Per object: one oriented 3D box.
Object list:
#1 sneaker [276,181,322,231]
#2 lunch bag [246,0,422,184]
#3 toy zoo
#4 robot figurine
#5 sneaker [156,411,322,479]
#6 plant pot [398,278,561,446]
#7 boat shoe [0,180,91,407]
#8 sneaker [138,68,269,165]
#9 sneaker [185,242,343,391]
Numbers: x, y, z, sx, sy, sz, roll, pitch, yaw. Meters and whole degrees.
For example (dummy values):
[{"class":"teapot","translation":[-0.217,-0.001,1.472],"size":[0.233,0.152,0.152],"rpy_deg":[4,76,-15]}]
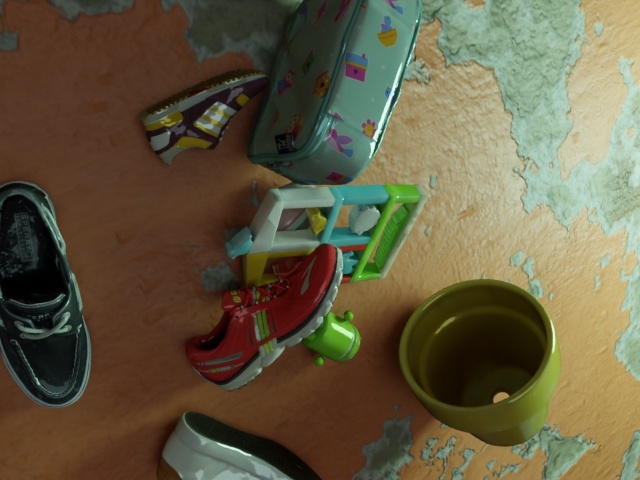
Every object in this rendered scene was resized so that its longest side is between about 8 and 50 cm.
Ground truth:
[{"class":"sneaker","translation":[-0.053,-0.038,0.869],"size":[0.134,0.070,0.051],"rpy_deg":[-44,162,14]},{"class":"lunch bag","translation":[0.003,-0.208,0.766],"size":[0.108,0.224,0.279],"rpy_deg":[24,83,-33]},{"class":"toy zoo","translation":[0.000,0.000,0.850],"size":[0.293,0.030,0.192],"rpy_deg":[-5,138,-26]},{"class":"robot figurine","translation":[0.016,0.154,0.927],"size":[0.115,0.067,0.101],"rpy_deg":[34,86,-29]},{"class":"sneaker","translation":[-0.119,0.375,0.890],"size":[0.290,0.106,0.123],"rpy_deg":[32,91,-19]},{"class":"plant pot","translation":[0.294,0.235,1.002],"size":[0.254,0.254,0.239],"rpy_deg":[-45,132,-13]},{"class":"boat shoe","translation":[-0.345,0.078,0.704],"size":[0.108,0.102,0.301],"rpy_deg":[-8,103,-26]},{"class":"sneaker","translation":[-0.148,-0.171,0.784],"size":[0.185,0.069,0.084],"rpy_deg":[-27,120,-14]},{"class":"sneaker","translation":[-0.083,0.100,0.814],"size":[0.279,0.107,0.118],"rpy_deg":[-45,112,8]}]
